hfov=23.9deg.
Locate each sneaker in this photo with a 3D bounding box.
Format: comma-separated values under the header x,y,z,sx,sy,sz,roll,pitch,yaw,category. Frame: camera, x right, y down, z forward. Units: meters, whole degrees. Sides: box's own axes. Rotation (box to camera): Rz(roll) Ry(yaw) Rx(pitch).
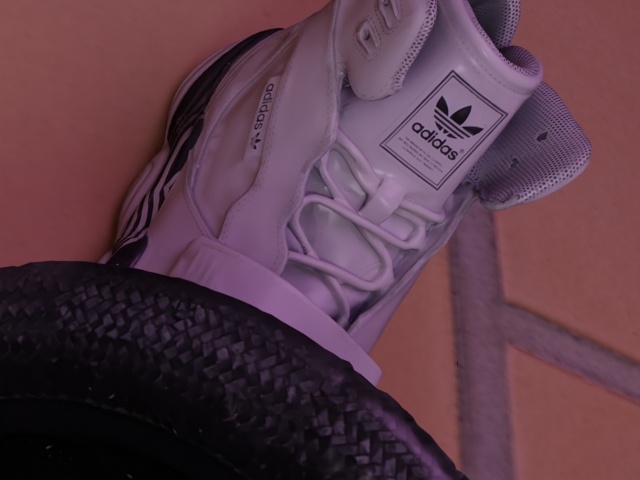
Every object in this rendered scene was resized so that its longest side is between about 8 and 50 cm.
x,y,z,sx,sy,sz,roll,pitch,yaw,category
0.000,0.000,0.707,0.137,0.210,0.366,39,43,-25,sneaker

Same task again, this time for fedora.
x,y,z,sx,sy,sz,roll,pitch,yaw,category
-0.039,0.158,0.528,0.334,0.334,0.152,61,21,0,fedora
